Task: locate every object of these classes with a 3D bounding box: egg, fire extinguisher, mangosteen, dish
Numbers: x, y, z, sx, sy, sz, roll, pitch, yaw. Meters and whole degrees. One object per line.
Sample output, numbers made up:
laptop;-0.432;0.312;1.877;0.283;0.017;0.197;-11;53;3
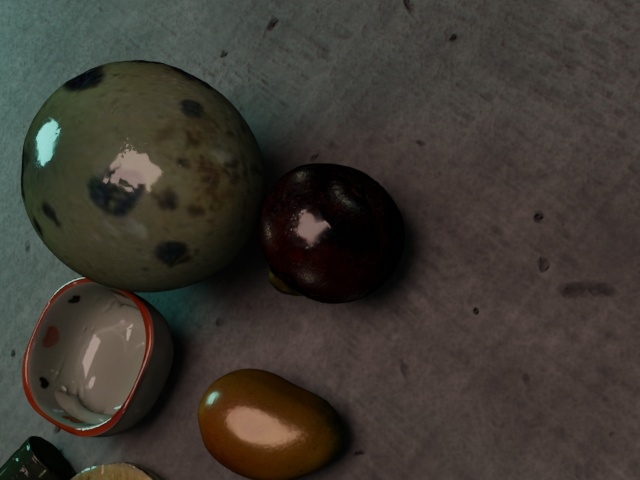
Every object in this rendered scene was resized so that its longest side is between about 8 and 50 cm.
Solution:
egg;-0.261;-0.092;1.846;0.428;0.345;0.345;25;87;57
fire extinguisher;-0.524;0.454;1.982;0.114;0.095;0.311;44;98;-10
mangosteen;0.004;-0.002;1.764;0.216;0.216;0.216;-9;70;26
dish;-0.332;0.187;1.942;0.256;0.117;0.256;-9;72;28

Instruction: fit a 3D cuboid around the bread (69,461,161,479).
bread;-0.317;0.466;1.891;0.267;0.040;0.267;-9;71;26

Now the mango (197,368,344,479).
mango;-0.075;0.270;1.774;0.221;0.120;0.151;23;85;25
